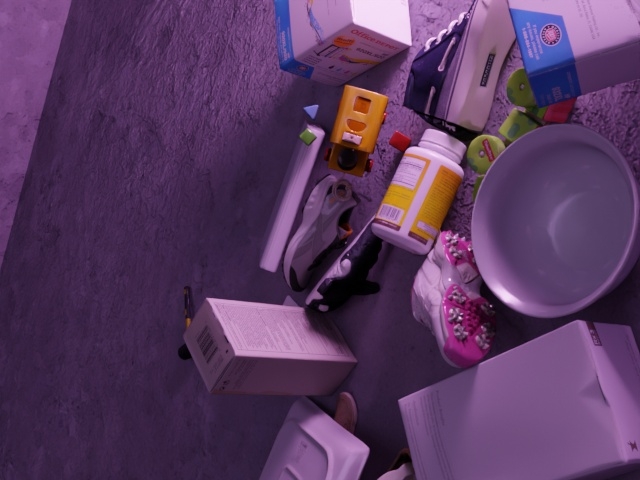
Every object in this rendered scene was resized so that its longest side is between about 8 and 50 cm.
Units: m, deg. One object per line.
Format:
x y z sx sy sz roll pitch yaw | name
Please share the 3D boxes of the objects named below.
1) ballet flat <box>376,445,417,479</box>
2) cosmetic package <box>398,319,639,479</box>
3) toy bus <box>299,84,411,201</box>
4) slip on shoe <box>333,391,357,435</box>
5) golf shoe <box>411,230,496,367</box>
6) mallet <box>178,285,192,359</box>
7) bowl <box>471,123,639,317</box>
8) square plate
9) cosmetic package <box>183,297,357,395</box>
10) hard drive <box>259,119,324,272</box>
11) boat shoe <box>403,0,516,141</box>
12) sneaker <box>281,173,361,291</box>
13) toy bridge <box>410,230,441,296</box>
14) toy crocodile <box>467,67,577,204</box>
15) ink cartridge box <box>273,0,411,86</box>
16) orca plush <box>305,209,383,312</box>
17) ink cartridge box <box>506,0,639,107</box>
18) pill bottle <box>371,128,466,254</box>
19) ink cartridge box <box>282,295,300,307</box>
0.114 0.492 1.600 0.342 0.124 0.116 -58 45 24 | ballet flat
0.322 0.291 1.384 0.385 0.156 0.217 -31 61 40 | cosmetic package
0.065 -0.202 1.722 0.190 0.104 0.202 -30 91 6 | toy bus
0.042 0.372 1.768 0.051 0.041 0.136 -5 79 48 | slip on shoe
0.218 0.120 1.508 0.140 0.115 0.306 -48 18 32 | golf shoe
-0.328 0.203 2.230 0.062 0.039 0.190 -22 63 46 | mallet
0.392 -0.023 1.381 0.297 0.134 0.298 -13 72 47 | bowl
-0.054 0.504 1.732 0.347 0.049 0.344 19 87 66 | square plate
-0.097 0.215 1.755 0.113 0.309 0.160 -55 46 25 | cosmetic package
-0.064 -0.102 1.909 0.203 0.040 0.308 -104 34 -77 | hard drive
0.255 -0.364 1.605 0.158 0.127 0.341 28 104 40 | boat shoe
0.000 0.000 1.852 0.108 0.100 0.272 30 117 15 | sneaker
0.202 0.018 1.669 0.063 0.026 0.188 -11 73 46 | toy bridge
0.351 -0.188 1.478 0.105 0.115 0.341 45 118 37 | toy crocodile
0.045 -0.452 1.830 0.232 0.171 0.168 -21 67 45 | ink cartridge box
0.086 0.056 1.776 0.287 0.102 0.151 -53 2 15 | orca plush
0.440 -0.358 1.309 0.307 0.129 0.223 -15 69 17 | ink cartridge box
0.186 -0.090 1.617 0.117 0.117 0.215 22 86 48 | pill bottle
-0.106 0.217 1.951 0.104 0.060 0.180 44 115 44 | ink cartridge box
